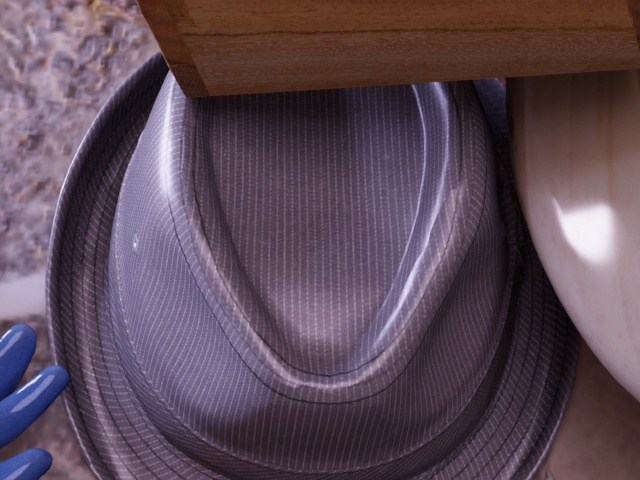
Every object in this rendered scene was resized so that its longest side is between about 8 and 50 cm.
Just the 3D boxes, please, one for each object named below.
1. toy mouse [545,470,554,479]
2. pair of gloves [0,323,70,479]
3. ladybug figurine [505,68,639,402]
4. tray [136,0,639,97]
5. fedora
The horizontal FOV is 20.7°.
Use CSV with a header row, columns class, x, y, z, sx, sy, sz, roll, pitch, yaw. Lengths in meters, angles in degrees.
class,x,y,z,sx,sy,sz,roll,pitch,yaw
toy mouse,0.132,0.159,0.747,0.161,0.031,0.143,-20,71,-11
pair of gloves,-0.214,0.062,0.747,0.198,0.023,0.159,37,59,18
ladybug figurine,0.241,-0.083,0.749,0.305,0.162,0.449,2,58,22
tray,0.082,-0.232,0.766,0.203,0.076,0.411,-1,45,25
fedora,0.000,0.000,0.751,0.243,0.124,0.275,6,68,0
